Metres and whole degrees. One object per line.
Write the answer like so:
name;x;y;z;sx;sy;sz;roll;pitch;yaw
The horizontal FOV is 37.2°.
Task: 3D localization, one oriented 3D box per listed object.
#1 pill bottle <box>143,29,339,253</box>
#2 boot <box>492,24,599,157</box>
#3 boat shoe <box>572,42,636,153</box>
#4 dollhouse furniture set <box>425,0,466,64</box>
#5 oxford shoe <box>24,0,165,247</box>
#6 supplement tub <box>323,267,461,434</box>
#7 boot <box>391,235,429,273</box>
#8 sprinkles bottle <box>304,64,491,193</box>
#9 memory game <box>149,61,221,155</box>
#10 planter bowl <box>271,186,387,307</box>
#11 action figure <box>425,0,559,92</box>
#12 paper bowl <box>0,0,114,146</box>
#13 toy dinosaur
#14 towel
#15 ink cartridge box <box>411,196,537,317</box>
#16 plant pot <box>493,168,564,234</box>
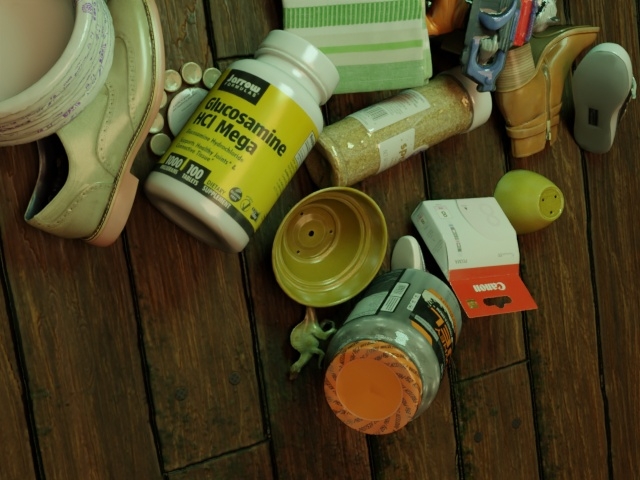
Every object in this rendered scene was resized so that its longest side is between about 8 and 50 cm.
pill bottle;-0.116;-0.162;1.508;0.188;0.188;0.334;40;74;-26
boot;0.460;-0.303;1.886;0.283;0.109;0.220;-29;114;-34
boat shoe;0.569;-0.298;1.876;0.105;0.113;0.306;-58;152;-22
dollhouse furniture set;0.228;-0.410;1.789;0.151;0.123;0.144;19;83;6
oxford shoe;-0.336;-0.192;1.410;0.146;0.140;0.397;12;87;-43
supplement tub;0.121;0.183;1.595;0.316;0.194;0.193;-48;122;-64
boot;0.186;0.080;1.785;0.086;0.069;0.190;-10;107;-35
sprinkles bottle;0.139;-0.201;1.701;0.355;0.121;0.121;-27;106;-25
memory game;-0.208;-0.201;1.569;0.186;0.012;0.186;-3;95;-29
planter bowl;0.000;0.000;1.644;0.217;0.090;0.217;-9;112;-23
action figure;0.259;-0.451;1.638;0.330;0.178;0.341;16;114;-1
paper bowl;-0.424;-0.266;1.320;0.284;0.284;0.148;-63;161;-11
toy dinosaur;-0.011;0.161;1.682;0.093;0.053;0.183;8;90;-28
towel;0.056;-0.408;1.583;0.248;0.038;0.324;-3;114;6
ink cartridge box;0.298;0.024;1.759;0.189;0.232;0.066;-4;140;-36
plant pot;0.424;-0.075;1.884;0.134;0.095;0.134;-2;94;-29
